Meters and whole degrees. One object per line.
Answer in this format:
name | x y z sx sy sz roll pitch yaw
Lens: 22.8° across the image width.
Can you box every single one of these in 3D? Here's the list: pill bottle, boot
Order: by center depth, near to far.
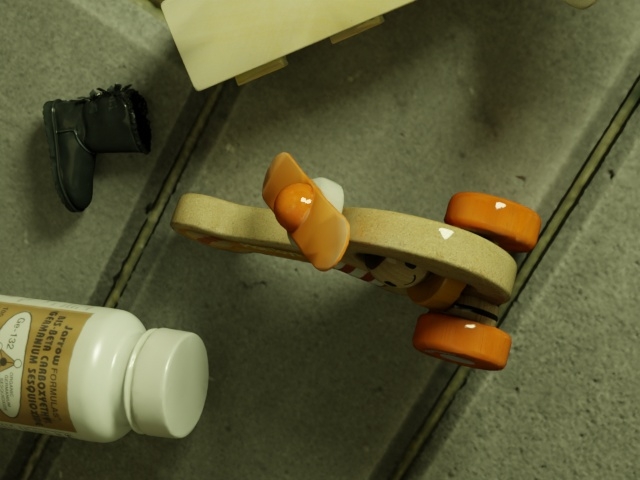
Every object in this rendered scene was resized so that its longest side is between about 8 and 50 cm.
boot | -0.209 -0.089 1.522 0.099 0.045 0.121 -6 102 20
pill bottle | -0.233 0.128 1.544 0.229 0.131 0.131 6 107 20

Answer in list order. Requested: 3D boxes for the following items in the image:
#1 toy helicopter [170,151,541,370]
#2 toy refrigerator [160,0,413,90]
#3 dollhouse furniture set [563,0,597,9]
toy helicopter | 0.000 0.000 1.378 0.355 0.235 0.140 9 80 37
toy refrigerator | 0.009 -0.216 1.363 0.269 0.102 0.094 -19 98 25
dollhouse furniture set | 0.283 -0.321 1.207 0.301 0.151 0.198 -43 49 35
